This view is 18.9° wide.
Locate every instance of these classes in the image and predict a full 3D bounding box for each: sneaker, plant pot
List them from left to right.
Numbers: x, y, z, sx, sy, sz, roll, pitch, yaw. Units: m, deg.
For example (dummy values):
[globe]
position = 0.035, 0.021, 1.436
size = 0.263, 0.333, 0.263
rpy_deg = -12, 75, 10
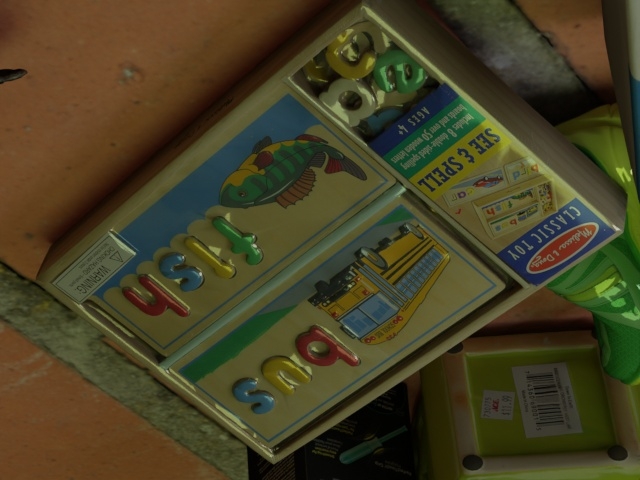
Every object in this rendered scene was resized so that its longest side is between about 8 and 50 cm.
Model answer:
[plant pot]
position = 0.194, 0.208, 1.723
size = 0.227, 0.228, 0.207
rpy_deg = -4, 134, -1
[sneaker]
position = 0.221, 0.003, 1.572
size = 0.123, 0.109, 0.295
rpy_deg = -5, 135, 14

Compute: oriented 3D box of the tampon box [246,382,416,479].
[tampon box]
position = 0.009, 0.206, 1.744
size = 0.120, 0.161, 0.101
rpy_deg = 19, 136, -26

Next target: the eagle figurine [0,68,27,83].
[eagle figurine]
position = -0.383, -0.119, 1.323
size = 0.298, 0.225, 0.226
rpy_deg = -38, -178, -4

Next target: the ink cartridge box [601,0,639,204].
[ink cartridge box]
position = 0.383, -0.191, 1.243
size = 0.395, 0.166, 0.285
rpy_deg = -9, 142, 5

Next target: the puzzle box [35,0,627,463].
[puzzle box]
position = 0.000, 0.000, 1.508
size = 0.272, 0.052, 0.409
rpy_deg = 39, 127, -18
